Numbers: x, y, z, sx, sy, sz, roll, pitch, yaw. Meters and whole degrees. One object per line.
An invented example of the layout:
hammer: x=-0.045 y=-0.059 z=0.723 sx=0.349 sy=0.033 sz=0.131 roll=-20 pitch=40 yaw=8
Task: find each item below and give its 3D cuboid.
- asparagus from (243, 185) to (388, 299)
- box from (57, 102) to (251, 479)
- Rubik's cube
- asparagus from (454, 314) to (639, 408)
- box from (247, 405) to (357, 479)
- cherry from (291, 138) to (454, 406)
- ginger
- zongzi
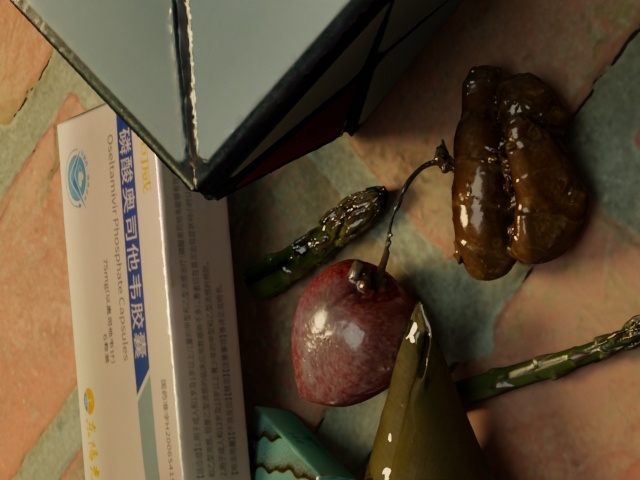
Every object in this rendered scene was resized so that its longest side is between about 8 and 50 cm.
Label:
asparagus: x=0.000 y=0.000 z=1.512 sx=0.165 sy=0.030 sz=0.036 roll=-38 pitch=56 yaw=35
box: x=-0.145 y=0.051 z=1.580 sx=0.200 sy=0.065 sz=0.343 roll=-13 pitch=81 yaw=58
Rubik's cube: x=-0.047 y=-0.210 z=1.373 sx=0.246 sy=0.250 sz=0.248 roll=45 pitch=117 yaw=8
asparagus: x=0.158 y=0.094 z=1.379 sx=0.248 sy=0.025 sz=0.024 roll=-24 pitch=32 yaw=39
box: x=-0.038 y=0.267 z=1.495 sx=0.162 sy=0.041 sz=0.229 roll=-142 pitch=63 yaw=-64
cherry: x=0.053 y=0.036 z=1.433 sx=0.225 sy=0.090 sz=0.107 roll=-55 pitch=40 yaw=16
ginger: x=0.141 y=-0.054 z=1.360 sx=0.103 sy=0.073 sz=0.162 roll=-8 pitch=84 yaw=40
zongzi: x=0.133 y=0.220 z=1.344 sx=0.260 sy=0.123 sz=0.289 roll=22 pitch=98 yaw=33
